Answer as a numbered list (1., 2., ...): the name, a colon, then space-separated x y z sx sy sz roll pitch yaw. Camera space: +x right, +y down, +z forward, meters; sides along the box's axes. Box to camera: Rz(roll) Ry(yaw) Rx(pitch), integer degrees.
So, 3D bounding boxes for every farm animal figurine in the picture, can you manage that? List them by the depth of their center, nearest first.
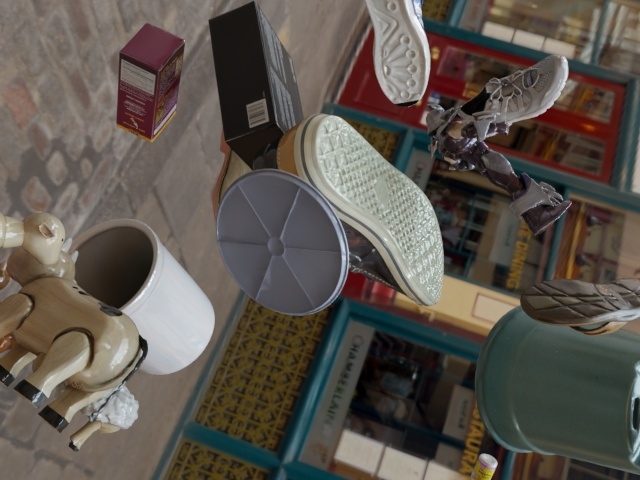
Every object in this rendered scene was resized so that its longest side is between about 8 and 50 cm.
1. farm animal figurine: -0.328 0.062 0.732 0.172 0.327 0.330 -47 170 -28

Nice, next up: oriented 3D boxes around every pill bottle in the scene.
1. pill bottle: 0.377 0.542 1.502 0.043 0.043 0.083 -50 158 -72

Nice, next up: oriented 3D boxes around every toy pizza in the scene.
1. toy pizza: -0.049 0.003 0.837 0.032 0.201 0.201 -36 146 -53

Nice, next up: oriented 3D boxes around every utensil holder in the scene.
1. utensil holder: -0.519 0.173 1.849 0.327 0.328 0.385 -69 153 -25

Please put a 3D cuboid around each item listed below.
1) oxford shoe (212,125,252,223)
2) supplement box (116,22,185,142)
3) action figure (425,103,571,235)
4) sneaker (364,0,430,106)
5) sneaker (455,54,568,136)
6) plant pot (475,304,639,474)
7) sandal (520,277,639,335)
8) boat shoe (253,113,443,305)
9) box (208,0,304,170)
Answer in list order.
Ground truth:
1. oxford shoe: -0.179 -0.140 1.662 0.140 0.146 0.397 -12 107 -52
2. supplement box: -0.321 -0.292 1.211 0.188 0.081 0.104 116 -2 -51
3. action figure: 0.279 -0.131 1.070 0.099 0.285 0.185 -46 170 1
4. sneaker: 0.192 -0.498 1.476 0.236 0.130 0.322 -63 141 -50
5. sneaker: 0.431 -0.328 1.467 0.281 0.115 0.105 -35 -135 47
6. plant pot: 0.560 0.311 1.329 0.334 0.341 0.341 -1 -113 61
7. sandal: 0.381 0.095 0.894 0.090 0.219 0.060 -121 -149 -55
8. boat shoe: 0.073 -0.033 1.108 0.500 0.156 0.186 39 53 -44
9. box: -0.105 -0.258 1.158 0.184 0.103 0.261 42 34 -61
